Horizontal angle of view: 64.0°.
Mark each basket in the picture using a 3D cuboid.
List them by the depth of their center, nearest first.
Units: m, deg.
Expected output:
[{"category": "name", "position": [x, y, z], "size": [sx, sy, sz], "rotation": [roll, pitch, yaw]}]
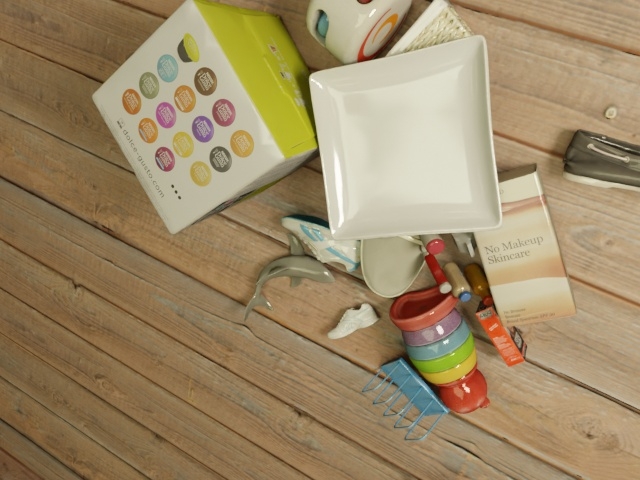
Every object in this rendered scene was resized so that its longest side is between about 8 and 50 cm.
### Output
[{"category": "basket", "position": [0.220, -0.381, 1.024], "size": [0.103, 0.113, 0.167], "rotation": [47, 120, 2]}]

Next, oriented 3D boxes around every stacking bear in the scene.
[{"category": "stacking bear", "position": [0.290, 0.264, 1.183], "size": [0.175, 0.164, 0.289], "rotation": [-22, 102, 32]}]

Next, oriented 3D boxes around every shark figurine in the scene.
[{"category": "shark figurine", "position": [-0.120, 0.096, 1.342], "size": [0.278, 0.116, 0.166], "rotation": [-29, 92, 28]}]

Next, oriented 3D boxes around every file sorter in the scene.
[{"category": "file sorter", "position": [0.203, 0.395, 1.264], "size": [0.170, 0.104, 0.118], "rotation": [47, 154, 4]}]

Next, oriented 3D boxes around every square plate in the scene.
[{"category": "square plate", "position": [0.161, -0.181, 0.997], "size": [0.344, 0.049, 0.347], "rotation": [-4, 100, 26]}]

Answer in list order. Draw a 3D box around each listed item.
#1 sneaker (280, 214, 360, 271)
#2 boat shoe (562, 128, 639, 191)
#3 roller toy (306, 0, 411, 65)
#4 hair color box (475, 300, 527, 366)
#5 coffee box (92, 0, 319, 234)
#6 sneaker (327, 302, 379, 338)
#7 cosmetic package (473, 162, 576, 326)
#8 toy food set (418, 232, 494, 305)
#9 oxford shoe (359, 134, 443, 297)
[{"category": "sneaker", "position": [0.000, 0.000, 1.264], "size": [0.228, 0.087, 0.092], "rotation": [23, 107, 17]}, {"category": "boat shoe", "position": [0.618, -0.132, 0.919], "size": [0.335, 0.112, 0.095], "rotation": [13, 116, 25]}, {"category": "roller toy", "position": [0.073, -0.462, 1.021], "size": [0.146, 0.191, 0.209], "rotation": [44, 119, 7]}, {"category": "hair color box", "position": [0.406, 0.202, 1.149], "size": [0.043, 0.072, 0.141], "rotation": [-32, 92, 30]}, {"category": "coffee box", "position": [-0.204, -0.270, 1.130], "size": [0.334, 0.338, 0.338], "rotation": [-28, 94, 29]}, {"category": "sneaker", "position": [0.077, 0.209, 1.324], "size": [0.152, 0.053, 0.061], "rotation": [-30, 83, 24]}, {"category": "cosmetic package", "position": [0.407, 0.010, 1.051], "size": [0.153, 0.129, 0.296], "rotation": [-17, 98, 26]}, {"category": "toy food set", "position": [0.283, 0.046, 1.069], "size": [0.111, 0.104, 0.232], "rotation": [-25, 129, 8]}, {"category": "oxford shoe", "position": [0.195, -0.060, 1.114], "size": [0.169, 0.130, 0.449], "rotation": [15, 115, -7]}]
